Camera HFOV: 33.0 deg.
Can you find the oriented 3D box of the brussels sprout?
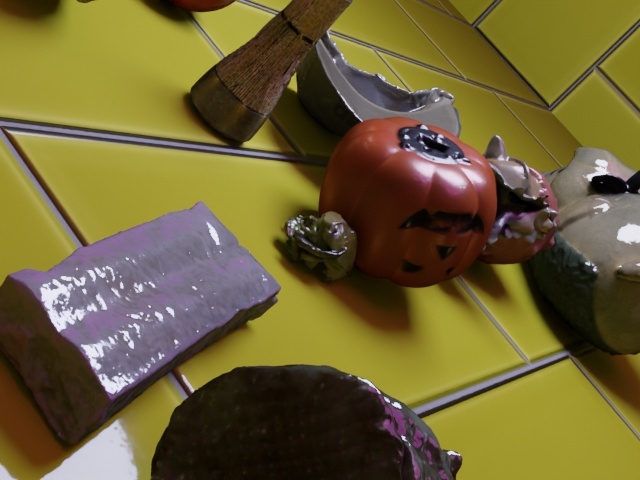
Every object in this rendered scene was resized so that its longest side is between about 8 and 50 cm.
[{"bbox_3d":[0.000,0.000,1.047,0.085,0.058,0.085,21,34,-15],"label":"brussels sprout"}]

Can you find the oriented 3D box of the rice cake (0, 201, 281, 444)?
[{"bbox_3d":[-0.117,0.040,0.752,0.106,0.050,0.298,46,21,5],"label":"rice cake"}]

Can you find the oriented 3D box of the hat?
[{"bbox_3d":[0.051,-0.153,1.334,0.214,0.149,0.245,27,36,-10],"label":"hat"}]

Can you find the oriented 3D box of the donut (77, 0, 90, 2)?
[{"bbox_3d":[-0.216,-0.387,1.048,0.160,0.330,0.330,17,33,-31],"label":"donut"}]

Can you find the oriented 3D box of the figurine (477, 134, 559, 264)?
[{"bbox_3d":[0.220,-0.051,1.381,0.387,0.207,0.166,2,90,-61],"label":"figurine"}]

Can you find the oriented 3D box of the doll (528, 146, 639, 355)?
[{"bbox_3d":[0.414,0.005,1.563,0.247,0.247,0.349,34,14,-26],"label":"doll"}]

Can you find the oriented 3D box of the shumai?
[{"bbox_3d":[-0.005,0.158,0.640,0.184,0.184,0.142,52,-2,19],"label":"shumai"}]

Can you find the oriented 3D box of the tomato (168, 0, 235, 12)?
[{"bbox_3d":[-0.173,-0.324,1.308,0.155,0.069,0.155,39,18,-15],"label":"tomato"}]

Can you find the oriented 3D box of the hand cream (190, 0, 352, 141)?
[{"bbox_3d":[-0.046,-0.196,1.116,0.084,0.203,0.084,37,23,-19],"label":"hand cream"}]

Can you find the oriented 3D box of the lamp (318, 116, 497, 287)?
[{"bbox_3d":[0.088,-0.034,1.132,0.187,0.164,0.187,15,31,-9],"label":"lamp"}]
